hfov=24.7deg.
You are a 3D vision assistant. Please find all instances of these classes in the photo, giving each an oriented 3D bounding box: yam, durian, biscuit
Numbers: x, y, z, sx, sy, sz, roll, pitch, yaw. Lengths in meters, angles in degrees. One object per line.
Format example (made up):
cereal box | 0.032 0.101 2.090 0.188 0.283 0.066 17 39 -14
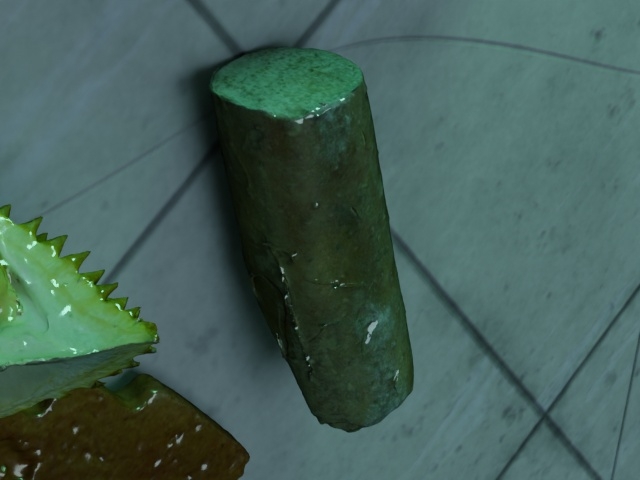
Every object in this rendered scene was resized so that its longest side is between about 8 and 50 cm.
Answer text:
yam | 0.000 0.000 0.945 0.106 0.106 0.259 -32 131 -28
durian | -0.244 0.048 0.692 0.306 0.166 0.172 11 106 -45
biscuit | -0.172 0.183 0.925 0.301 0.043 0.278 -13 118 -40
